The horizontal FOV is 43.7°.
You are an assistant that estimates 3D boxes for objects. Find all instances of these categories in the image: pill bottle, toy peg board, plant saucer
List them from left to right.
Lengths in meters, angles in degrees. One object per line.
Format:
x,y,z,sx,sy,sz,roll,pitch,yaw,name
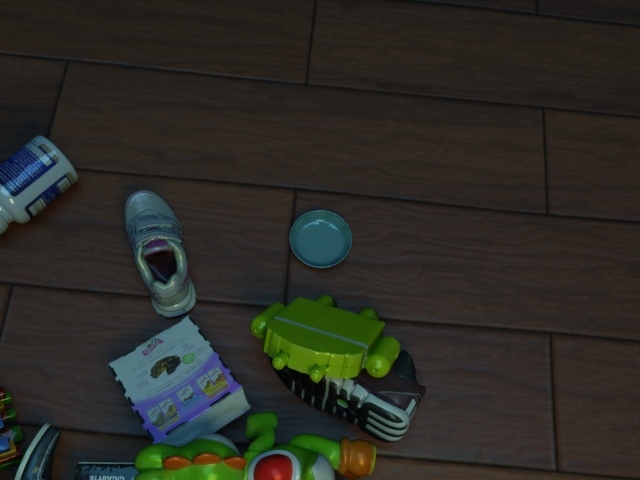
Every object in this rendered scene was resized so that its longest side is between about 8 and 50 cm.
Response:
-0.530,0.296,1.292,0.079,0.160,0.161,-15,68,-27,toy peg board
-0.556,-0.097,1.479,0.112,0.112,0.187,41,69,13,pill bottle
0.000,0.000,1.524,0.120,0.021,0.119,2,67,-4,plant saucer

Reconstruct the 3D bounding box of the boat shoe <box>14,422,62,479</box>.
-0.456,0.422,1.267,0.079,0.095,0.254,16,69,2,boat shoe

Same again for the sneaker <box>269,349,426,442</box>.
0.057,0.228,1.403,0.281,0.106,0.162,30,44,20,sneaker

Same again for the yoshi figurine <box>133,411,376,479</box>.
-0.108,0.374,1.220,0.363,0.203,0.202,10,106,-15,yoshi figurine

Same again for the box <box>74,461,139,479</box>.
-0.237,0.487,1.266,0.322,0.079,0.257,1,68,-3,box

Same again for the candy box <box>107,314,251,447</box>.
-0.238,0.244,1.338,0.165,0.070,0.196,-31,48,-15,candy box

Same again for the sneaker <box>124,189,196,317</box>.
-0.293,0.008,1.451,0.103,0.111,0.252,-21,69,-12,sneaker

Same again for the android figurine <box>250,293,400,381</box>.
0.006,0.163,1.336,0.248,0.273,0.056,15,109,13,android figurine
